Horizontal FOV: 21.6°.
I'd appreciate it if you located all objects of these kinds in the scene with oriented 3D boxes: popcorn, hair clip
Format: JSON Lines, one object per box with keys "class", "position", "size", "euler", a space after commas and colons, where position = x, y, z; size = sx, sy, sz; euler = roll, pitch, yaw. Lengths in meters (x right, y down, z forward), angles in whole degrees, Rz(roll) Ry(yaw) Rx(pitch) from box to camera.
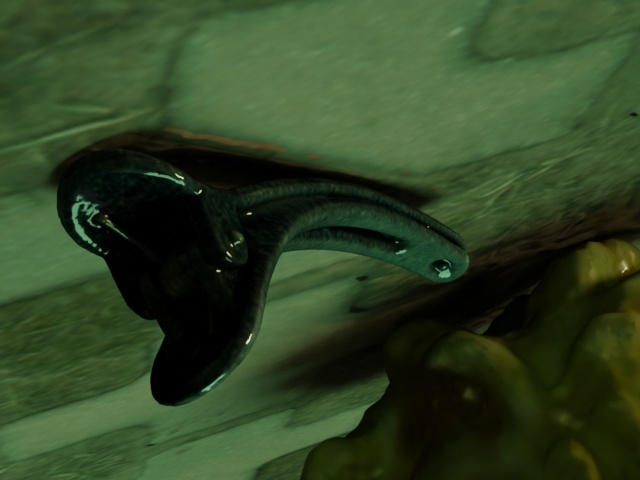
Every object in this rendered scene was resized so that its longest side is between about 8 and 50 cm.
{"class": "popcorn", "position": [0.131, 0.134, 0.831], "size": [0.282, 0.282, 0.247], "euler": [-29, 160, 21]}
{"class": "hair clip", "position": [0.000, 0.000, 0.533], "size": [0.039, 0.070, 0.229], "euler": [-33, 171, 24]}
